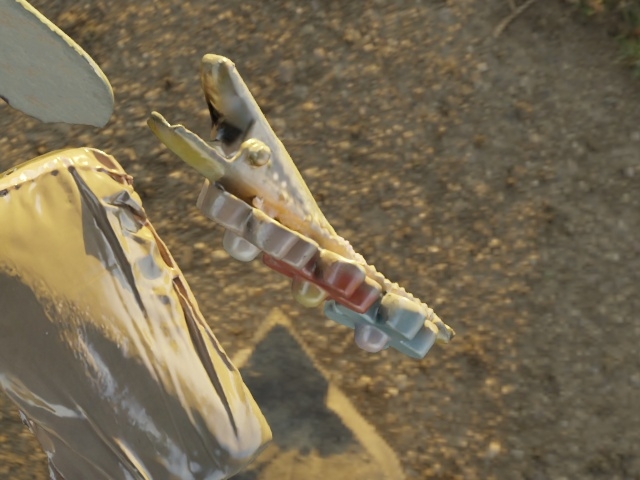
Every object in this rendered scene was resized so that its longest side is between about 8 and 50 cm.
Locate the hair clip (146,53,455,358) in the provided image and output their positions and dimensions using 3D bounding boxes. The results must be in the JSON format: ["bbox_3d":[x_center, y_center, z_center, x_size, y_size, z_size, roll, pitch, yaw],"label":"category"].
[{"bbox_3d":[-0.004,0.005,0.571,0.056,0.062,0.214,-54,133,-15],"label":"hair clip"}]

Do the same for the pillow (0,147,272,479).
[{"bbox_3d":[-0.149,0.074,0.846,0.173,0.067,0.270,-38,112,-29],"label":"pillow"}]

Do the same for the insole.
[{"bbox_3d":[-0.136,-0.097,0.372,0.197,0.065,0.004,41,57,-24],"label":"insole"}]
